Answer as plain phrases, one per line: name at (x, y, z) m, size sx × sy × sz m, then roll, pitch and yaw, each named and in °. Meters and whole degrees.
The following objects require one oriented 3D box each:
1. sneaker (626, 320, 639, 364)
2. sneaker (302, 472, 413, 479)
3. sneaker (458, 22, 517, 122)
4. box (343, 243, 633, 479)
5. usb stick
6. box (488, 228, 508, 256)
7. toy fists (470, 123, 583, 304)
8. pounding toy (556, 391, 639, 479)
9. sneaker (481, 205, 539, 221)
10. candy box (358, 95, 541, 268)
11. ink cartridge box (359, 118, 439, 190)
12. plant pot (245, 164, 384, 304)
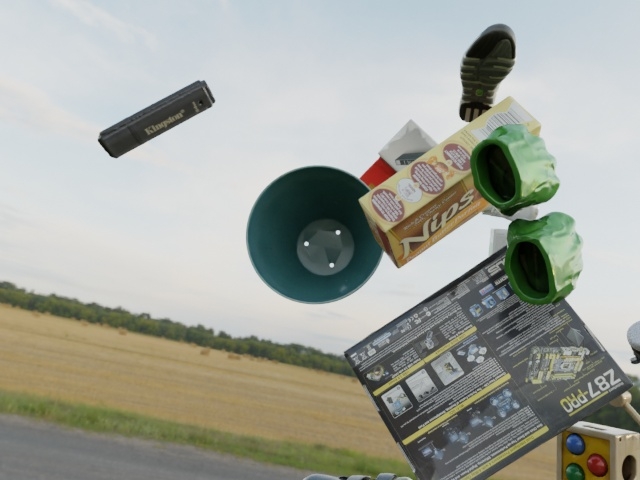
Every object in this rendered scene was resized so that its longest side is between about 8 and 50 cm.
sneaker at (0.906, 0.253, 1.419) m, size 0.269 × 0.101 × 0.153 m, roll -11°, pitch -46°, yaw 16°
sneaker at (0.114, 0.525, 1.153) m, size 0.321 × 0.127 × 0.126 m, roll 18°, pitch 9°, yaw 19°
sneaker at (0.290, -0.321, 1.005) m, size 0.086 × 0.132 × 0.228 m, roll 12°, pitch -24°, yaw 7°
box at (0.288, 0.235, 1.042) m, size 0.395 × 0.318 × 0.097 m, roll -35°, pitch -25°, yaw 4°
usb stick at (-0.375, -0.279, 1.314) m, size 0.045 × 0.278 × 0.077 m, roll 55°, pitch -7°, yaw 41°
box at (0.529, 0.012, 1.602) m, size 0.102 × 0.087 × 0.101 m, roll 6°, pitch 3°, yaw 11°
toy fists at (0.318, -0.041, 0.869) m, size 0.142 × 0.279 × 0.096 m, roll -18°, pitch -2°, yaw -40°
pounding toy at (0.556, 0.391, 1.104) m, size 0.094 × 0.205 × 0.181 m, roll 8°, pitch -9°, yaw -31°
sneaker at (0.527, -0.096, 1.671) m, size 0.115 × 0.090 × 0.232 m, roll -2°, pitch 9°, yaw -28°
candy box at (0.234, -0.095, 1.024) m, size 0.317 × 0.087 × 0.183 m, roll -34°, pitch -27°, yaw -1°
ink cartridge box at (0.275, -0.152, 1.642) m, size 0.296 × 0.261 × 0.066 m, roll 45°, pitch 7°, yaw 8°
plant pot at (0.000, 0.000, 1.262) m, size 0.291 × 0.289 × 0.195 m, roll 10°, pitch -8°, yaw 8°
